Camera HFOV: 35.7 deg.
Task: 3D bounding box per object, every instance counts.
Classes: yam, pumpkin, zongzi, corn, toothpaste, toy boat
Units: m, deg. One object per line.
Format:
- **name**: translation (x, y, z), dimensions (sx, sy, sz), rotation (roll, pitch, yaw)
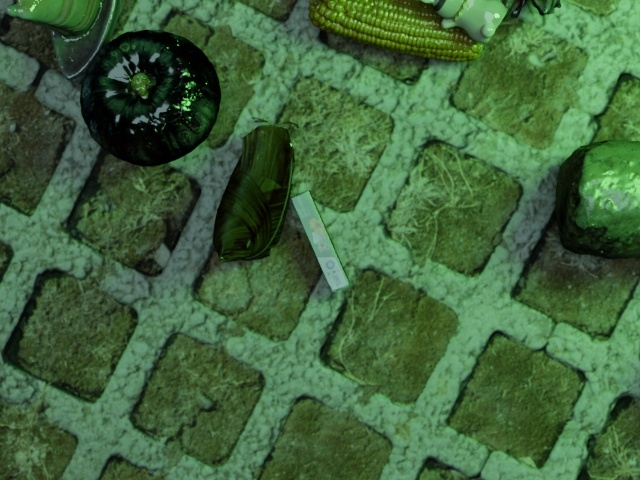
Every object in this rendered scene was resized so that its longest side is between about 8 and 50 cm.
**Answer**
- **yam**: translation (0.532, -0.066, 1.610), dimensions (0.299, 0.195, 0.195), rotation (0, 92, 1)
- **pumpkin**: translation (-0.279, -0.236, 1.643), dimensions (0.233, 0.163, 0.233), rotation (-1, 81, 4)
- **zongzi**: translation (-0.106, -0.083, 1.603), dimensions (0.111, 0.241, 0.248), rotation (14, 92, 2)
- **corn**: translation (0.129, -0.363, 1.657), dimensions (0.312, 0.102, 0.102), rotation (17, 93, 2)
- **toothpaste**: translation (0.000, 0.000, 1.702), dimensions (0.037, 0.043, 0.179), rotation (-24, 91, 0)
- **toy boat**: translation (-0.397, -0.422, 1.607), dimensions (0.111, 0.293, 0.276), rotation (10, 77, 1)

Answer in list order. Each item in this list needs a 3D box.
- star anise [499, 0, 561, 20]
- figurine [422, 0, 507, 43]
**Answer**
- **star anise**: translation (0.348, -0.473, 1.642), dimensions (0.236, 0.109, 0.223), rotation (-39, 76, 8)
- **figurine**: translation (0.221, -0.377, 1.600), dimensions (0.146, 0.098, 0.081), rotation (31, 107, 3)
